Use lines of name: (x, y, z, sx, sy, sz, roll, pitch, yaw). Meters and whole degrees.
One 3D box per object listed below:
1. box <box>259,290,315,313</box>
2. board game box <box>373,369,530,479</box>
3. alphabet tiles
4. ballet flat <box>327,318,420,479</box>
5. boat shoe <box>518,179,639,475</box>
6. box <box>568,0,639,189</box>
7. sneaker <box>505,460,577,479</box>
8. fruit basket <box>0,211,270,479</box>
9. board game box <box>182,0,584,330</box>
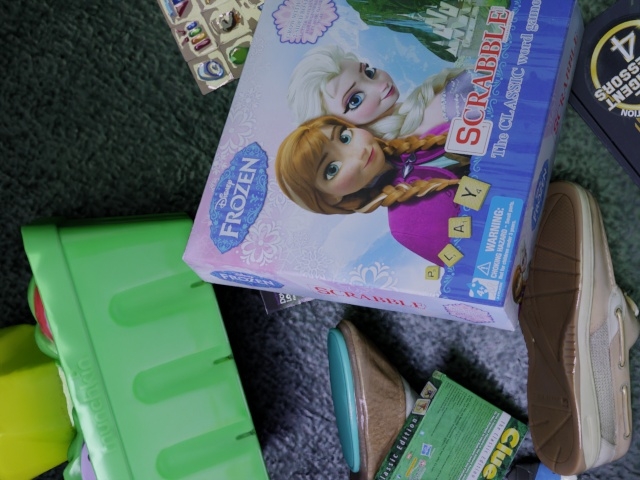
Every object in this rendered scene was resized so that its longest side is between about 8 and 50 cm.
box: (0.000, 0.000, 1.460, 0.162, 0.029, 0.116, -18, 94, 11)
board game box: (0.107, 0.277, 1.411, 0.136, 0.030, 0.260, 33, 83, -28)
alphabet tiles: (-0.090, -0.303, 1.441, 0.198, 0.009, 0.237, -25, 93, 13)
ballet flat: (0.076, 0.246, 1.452, 0.124, 0.116, 0.343, -4, 99, -10)
boat shoe: (0.270, 0.086, 1.398, 0.098, 0.109, 0.302, -9, 98, -29)
box: (0.459, -0.166, 1.282, 0.395, 0.097, 0.318, -38, 74, 13)
sneaker: (0.228, 0.309, 1.450, 0.084, 0.058, 0.152, 0, 94, 4)
fruit basket: (-0.268, 0.159, 1.428, 0.392, 0.283, 0.392, 0, 94, -7)
board game box: (0.062, -0.094, 1.299, 0.318, 0.066, 0.319, 7, 69, 22)
